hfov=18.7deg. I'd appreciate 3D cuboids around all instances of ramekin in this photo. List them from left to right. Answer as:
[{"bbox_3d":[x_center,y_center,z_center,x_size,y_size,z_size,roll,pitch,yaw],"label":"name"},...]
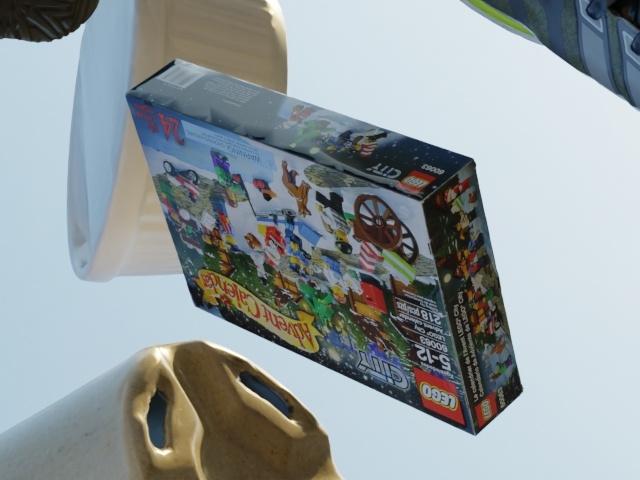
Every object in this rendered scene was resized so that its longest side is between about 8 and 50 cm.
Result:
[{"bbox_3d":[-0.114,-0.095,1.510,0.127,0.273,0.272,7,-115,-16],"label":"ramekin"}]

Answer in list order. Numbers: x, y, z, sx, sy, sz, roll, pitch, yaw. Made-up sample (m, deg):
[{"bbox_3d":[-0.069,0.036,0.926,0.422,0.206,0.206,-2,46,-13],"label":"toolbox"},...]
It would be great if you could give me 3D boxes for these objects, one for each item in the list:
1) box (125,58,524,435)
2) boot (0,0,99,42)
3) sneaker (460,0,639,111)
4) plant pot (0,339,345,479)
[{"bbox_3d":[0.000,0.000,1.081,0.044,0.233,0.159,-38,-50,-30],"label":"box"},{"bbox_3d":[-0.279,-0.188,1.312,0.190,0.208,0.076,-14,-63,-46],"label":"boot"},{"bbox_3d":[0.138,-0.087,0.687,0.300,0.111,0.121,34,-172,3],"label":"sneaker"},{"bbox_3d":[-0.137,0.232,1.212,0.334,0.305,0.333,39,-152,-26],"label":"plant pot"}]
